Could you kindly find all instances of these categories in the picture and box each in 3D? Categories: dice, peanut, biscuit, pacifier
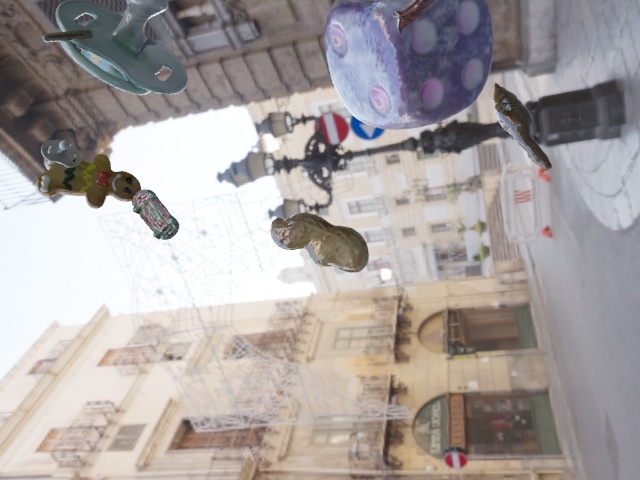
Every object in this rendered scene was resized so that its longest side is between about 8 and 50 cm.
[{"bbox_3d":[0.186,-0.413,1.257,0.270,0.270,0.272,32,144,51],"label":"dice"},{"bbox_3d":[0.000,0.000,1.268,0.086,0.227,0.104,94,-160,-77],"label":"peanut"},{"bbox_3d":[-0.562,-0.152,1.436,0.035,0.240,0.158,135,138,-53],"label":"biscuit"},{"bbox_3d":[-0.561,-0.200,1.273,0.083,0.064,0.068,20,-126,-29],"label":"pacifier"},{"bbox_3d":[-0.463,-0.507,1.420,0.343,0.269,0.288,29,-145,-15],"label":"pacifier"}]

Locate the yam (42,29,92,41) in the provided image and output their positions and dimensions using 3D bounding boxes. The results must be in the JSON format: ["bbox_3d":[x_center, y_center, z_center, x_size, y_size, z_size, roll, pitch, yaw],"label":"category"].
[{"bbox_3d":[-0.567,-0.459,1.309,0.116,0.021,0.021,-27,-69,-44],"label":"yam"}]

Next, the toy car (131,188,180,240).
[{"bbox_3d":[-0.405,-0.065,1.443,0.142,0.069,0.055,50,-167,6],"label":"toy car"}]

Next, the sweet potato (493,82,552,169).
[{"bbox_3d":[0.505,-0.294,1.483,0.270,0.074,0.074,62,-167,11],"label":"sweet potato"}]

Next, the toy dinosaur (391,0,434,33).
[{"bbox_3d":[0.165,-0.405,0.916,0.220,0.108,0.032,116,137,-60],"label":"toy dinosaur"}]
